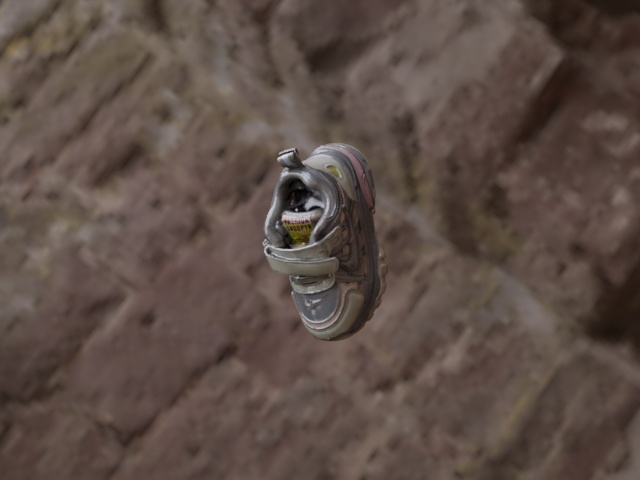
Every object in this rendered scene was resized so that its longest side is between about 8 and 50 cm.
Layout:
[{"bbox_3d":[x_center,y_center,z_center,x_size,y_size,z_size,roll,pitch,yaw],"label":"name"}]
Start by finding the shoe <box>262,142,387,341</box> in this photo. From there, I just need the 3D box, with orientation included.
[{"bbox_3d":[0.000,0.000,1.737,0.092,0.089,0.180,4,-97,-57],"label":"shoe"}]
